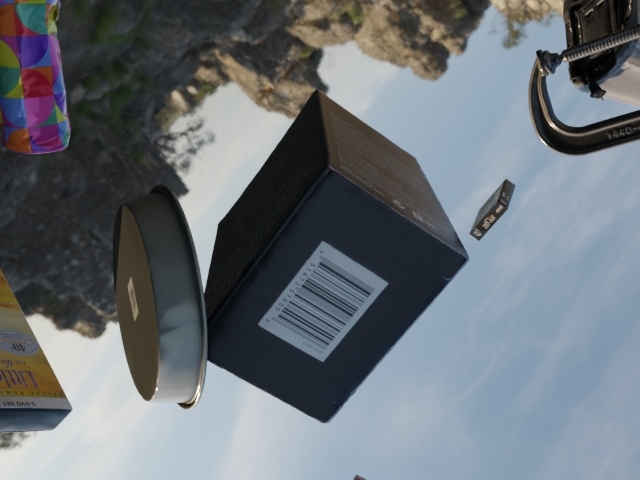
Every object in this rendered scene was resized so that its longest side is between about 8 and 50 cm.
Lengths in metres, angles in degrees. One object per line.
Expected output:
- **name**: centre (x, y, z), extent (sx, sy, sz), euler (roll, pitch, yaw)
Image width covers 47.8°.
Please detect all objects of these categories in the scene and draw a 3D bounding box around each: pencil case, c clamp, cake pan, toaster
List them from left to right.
- **pencil case**: centre (-0.399, -0.239, 0.995), extent (0.104, 0.105, 0.236), euler (-88, -178, -67)
- **cake pan**: centre (-0.214, 0.075, 0.924), extent (0.054, 0.293, 0.293), euler (-6, 175, -26)
- **c clamp**: centre (0.235, -0.140, 0.566), extent (0.161, 0.137, 0.022), euler (-21, -161, 27)
- **toaster**: centre (0.436, -0.280, 1.007), extent (0.129, 0.147, 0.226), euler (135, -37, -58)

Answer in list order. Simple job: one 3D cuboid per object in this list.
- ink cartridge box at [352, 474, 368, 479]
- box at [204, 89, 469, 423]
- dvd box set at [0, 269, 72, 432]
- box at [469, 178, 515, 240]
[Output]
- **ink cartridge box**: centre (-0.002, 0.602, 1.330), extent (0.311, 0.065, 0.186), euler (-68, 166, 20)
- **box**: centre (0.000, 0.000, 1.026), extent (0.293, 0.212, 0.395), euler (-52, -163, 19)
- **dvd box set**: centre (-0.599, 0.117, 1.127), extent (0.062, 0.420, 0.308), euler (-46, 151, 12)
- **box**: centre (0.245, -0.044, 1.029), extent (0.067, 0.018, 0.083), euler (-55, 179, 36)
